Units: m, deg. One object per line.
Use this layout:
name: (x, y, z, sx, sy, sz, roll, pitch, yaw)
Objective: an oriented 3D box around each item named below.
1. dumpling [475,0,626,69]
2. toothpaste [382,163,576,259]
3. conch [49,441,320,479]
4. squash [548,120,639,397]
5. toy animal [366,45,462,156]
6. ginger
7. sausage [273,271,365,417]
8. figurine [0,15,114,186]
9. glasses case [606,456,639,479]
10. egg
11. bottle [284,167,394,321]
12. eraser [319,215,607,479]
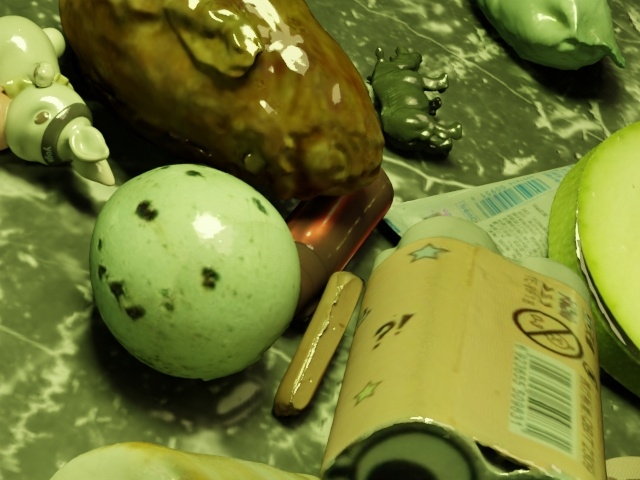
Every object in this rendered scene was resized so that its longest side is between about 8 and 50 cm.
dumpling: (0.214, -0.219, 1.446, 0.105, 0.149, 0.217, -35, 50, -7)
toothpaste: (0.189, -0.019, 1.199, 0.299, 0.073, 0.114, -14, 46, -33)
conch: (-0.048, 0.162, 0.777, 0.255, 0.127, 0.158, -15, 51, -42)
squash: (0.288, 0.026, 1.151, 0.252, 0.049, 0.252, 12, 60, -21)
toy animal: (0.075, -0.124, 1.274, 0.065, 0.047, 0.136, 4, 46, -13)
ginger: (-0.091, -0.141, 1.084, 0.172, 0.165, 0.321, 23, 18, -50)
sausage: (-0.002, 0.068, 0.985, 0.026, 0.026, 0.116, 26, 52, 1)
figurine: (-0.207, -0.081, 1.054, 0.098, 0.081, 0.146, -30, 56, 3)
glasses case: (0.224, 0.250, 0.865, 0.122, 0.075, 0.314, 14, 37, -16)
egg: (-0.083, 0.017, 0.950, 0.131, 0.131, 0.164, 3, 18, -27)
bottle: (0.000, 0.000, 1.069, 0.060, 0.060, 0.164, 30, 36, 7)
eraser: (0.104, 0.089, 0.945, 0.171, 0.087, 0.290, 26, 25, -3)
